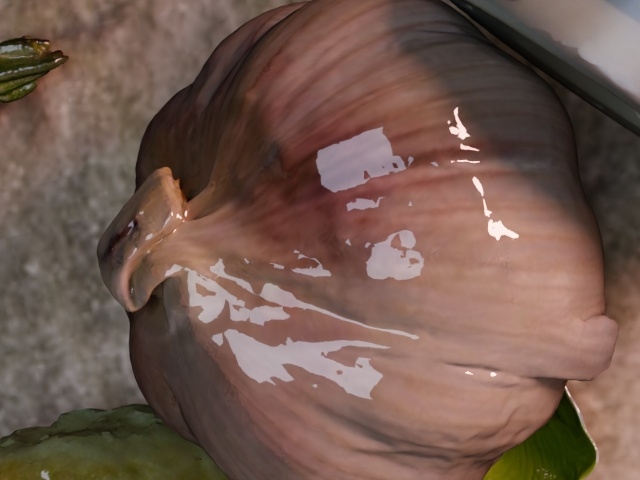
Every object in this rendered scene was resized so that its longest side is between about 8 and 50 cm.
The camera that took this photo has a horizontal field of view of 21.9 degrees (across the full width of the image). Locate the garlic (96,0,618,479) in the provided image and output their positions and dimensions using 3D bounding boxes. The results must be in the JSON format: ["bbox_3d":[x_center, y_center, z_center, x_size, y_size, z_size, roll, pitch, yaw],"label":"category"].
[{"bbox_3d":[0.011,0.000,0.952,0.322,0.241,0.321,-7,69,19],"label":"garlic"}]

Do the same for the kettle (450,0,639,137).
[{"bbox_3d":[0.273,-0.190,0.845,0.342,0.247,0.319,-55,47,7],"label":"kettle"}]

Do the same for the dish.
[{"bbox_3d":[0.118,0.101,1.023,0.091,0.039,0.137,-27,79,24],"label":"dish"}]

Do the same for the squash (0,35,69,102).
[{"bbox_3d":[-0.332,-0.083,1.143,0.341,0.094,0.094,-12,87,18],"label":"squash"}]

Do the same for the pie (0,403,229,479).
[{"bbox_3d":[-0.113,0.304,1.041,0.395,0.180,0.418,37,89,9],"label":"pie"}]
